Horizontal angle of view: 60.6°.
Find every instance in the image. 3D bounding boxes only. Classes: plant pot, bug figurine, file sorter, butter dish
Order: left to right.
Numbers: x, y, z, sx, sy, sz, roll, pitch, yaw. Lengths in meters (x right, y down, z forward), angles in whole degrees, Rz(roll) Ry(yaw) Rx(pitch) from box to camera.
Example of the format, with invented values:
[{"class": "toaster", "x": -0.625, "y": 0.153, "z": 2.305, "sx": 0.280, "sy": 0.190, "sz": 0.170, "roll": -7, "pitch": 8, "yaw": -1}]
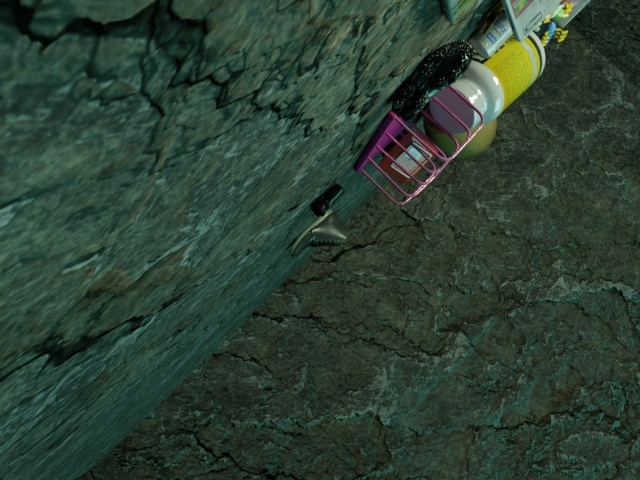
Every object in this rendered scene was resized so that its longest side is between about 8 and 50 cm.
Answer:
[{"class": "butter dish", "x": 0.259, "y": -0.284, "z": 1.716, "sx": 0.160, "sy": 0.118, "sz": 0.160, "roll": 24, "pitch": 121, "yaw": -41}, {"class": "file sorter", "x": 0.252, "y": -0.247, "z": 1.418, "sx": 0.202, "sy": 0.182, "sz": 0.291, "roll": -44, "pitch": 176, "yaw": -23}, {"class": "plant pot", "x": 0.435, "y": -0.389, "z": 1.800, "sx": 0.237, "sy": 0.237, "sz": 0.254, "roll": -47, "pitch": 163, "yaw": 22}, {"class": "bug figurine", "x": 0.622, "y": -0.637, "z": 1.652, "sx": 0.279, "sy": 0.072, "sz": 0.216, "roll": -17, "pitch": 158, "yaw": -11}]

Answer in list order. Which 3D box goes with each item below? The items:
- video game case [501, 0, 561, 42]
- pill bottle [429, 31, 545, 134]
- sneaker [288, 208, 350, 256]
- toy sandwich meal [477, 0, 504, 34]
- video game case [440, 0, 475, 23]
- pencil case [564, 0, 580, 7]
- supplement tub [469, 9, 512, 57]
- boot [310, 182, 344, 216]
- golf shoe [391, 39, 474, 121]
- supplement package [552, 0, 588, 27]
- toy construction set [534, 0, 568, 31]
[{"class": "video game case", "x": 0.467, "y": -0.544, "z": 1.143, "sx": 0.201, "sy": 0.023, "sz": 0.183, "roll": -45, "pitch": 147, "yaw": 11}, {"class": "pill bottle", "x": 0.452, "y": -0.437, "z": 1.502, "sx": 0.334, "sy": 0.188, "sz": 0.188, "roll": -42, "pitch": 175, "yaw": -26}, {"class": "sneaker", "x": 0.000, "y": 0.000, "z": 1.846, "sx": 0.222, "sy": 0.118, "sz": 0.083, "roll": -44, "pitch": 176, "yaw": -19}, {"class": "toy sandwich meal", "x": 0.400, "y": -0.518, "z": 1.272, "sx": 0.085, "sy": 0.029, "sz": 0.085, "roll": -45, "pitch": 176, "yaw": -4}, {"class": "video game case", "x": 0.258, "y": -0.423, "z": 0.776, "sx": 0.227, "sy": 0.026, "sz": 0.206, "roll": -47, "pitch": 176, "yaw": 18}, {"class": "pencil case", "x": 0.752, "y": -0.788, "z": 1.558, "sx": 0.113, "sy": 0.124, "sz": 0.273, "roll": -65, "pitch": -173, "yaw": -28}, {"class": "supplement tub", "x": 0.426, "y": -0.510, "z": 1.340, "sx": 0.107, "sy": 0.071, "sz": 0.071, "roll": -47, "pitch": 176, "yaw": 9}, {"class": "boot", "x": 0.023, "y": -0.110, "z": 1.465, "sx": 0.099, "sy": 0.045, "sz": 0.121, "roll": -43, "pitch": -177, "yaw": -6}, {"class": "golf shoe", "x": 0.226, "y": -0.334, "z": 1.128, "sx": 0.198, "sy": 0.077, "sz": 0.094, "roll": -39, "pitch": -170, "yaw": 22}, {"class": "supplement package", "x": 0.926, "y": -0.910, "z": 1.998, "sx": 0.244, "sy": 0.134, "sz": 0.139, "roll": -43, "pitch": 175, "yaw": -33}, {"class": "toy construction set", "x": 0.638, "y": -0.655, "z": 1.413, "sx": 0.327, "sy": 0.151, "sz": 0.215, "roll": -35, "pitch": -149, "yaw": 25}]
